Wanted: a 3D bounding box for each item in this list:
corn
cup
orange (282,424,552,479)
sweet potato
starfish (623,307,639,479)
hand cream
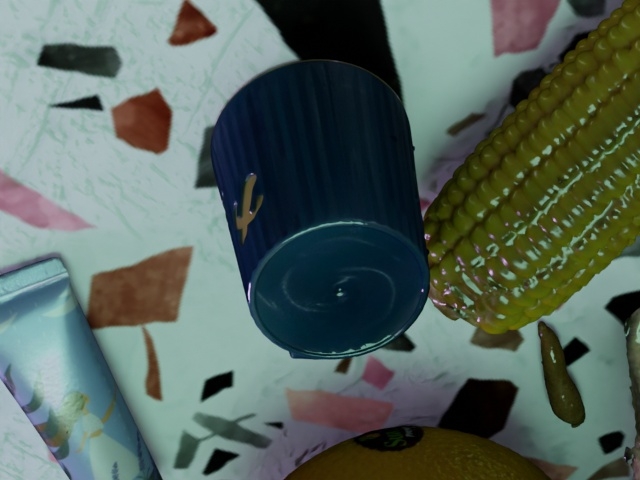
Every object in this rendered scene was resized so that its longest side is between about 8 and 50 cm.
[{"bbox_3d":[0.196,-0.077,1.006,0.120,0.120,0.363,34,113,-30],"label":"corn"},{"bbox_3d":[0.000,0.000,1.010,0.131,0.155,0.176,1,127,-9],"label":"cup"},{"bbox_3d":[0.069,0.267,1.165,0.274,0.274,0.274,-4,129,-5],"label":"orange"},{"bbox_3d":[0.179,0.106,1.205,0.026,0.026,0.115,-18,130,6],"label":"sweet potato"},{"bbox_3d":[0.243,0.271,1.187,0.082,0.324,0.432,4,125,7],"label":"starfish"},{"bbox_3d":[-0.174,0.122,1.154,0.088,0.055,0.256,-19,122,6],"label":"hand cream"}]
